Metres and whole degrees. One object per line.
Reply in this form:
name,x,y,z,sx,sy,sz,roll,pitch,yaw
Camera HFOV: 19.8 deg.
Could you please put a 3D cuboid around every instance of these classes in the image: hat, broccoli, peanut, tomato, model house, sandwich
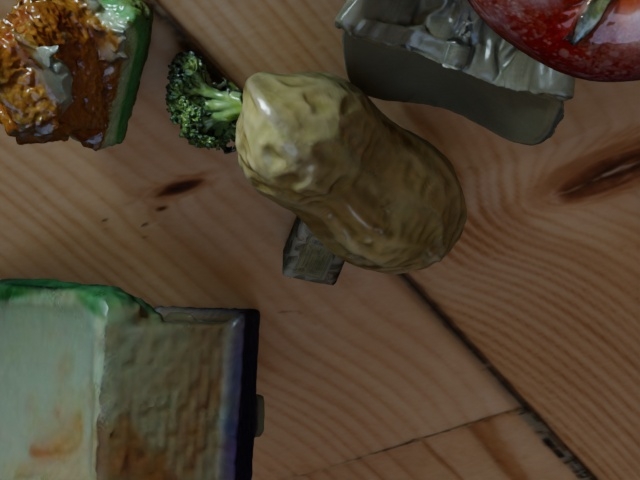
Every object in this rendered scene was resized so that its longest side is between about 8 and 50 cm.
hat,0.128,-0.188,1.633,0.214,0.149,0.244,19,178,2
broccoli,-0.101,-0.129,1.712,0.092,0.097,0.095,-8,180,31
peanut,0.025,-0.062,1.706,0.140,0.153,0.325,-30,148,20
tomato,0.222,-0.261,1.411,0.270,0.227,0.270,-2,118,-4
model house,-0.210,0.166,1.988,0.280,0.245,0.312,2,178,-43
sandwich,-0.230,-0.136,1.652,0.109,0.160,0.184,19,134,11

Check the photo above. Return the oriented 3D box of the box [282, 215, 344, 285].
box,0.000,0.000,1.885,0.062,0.045,0.098,12,141,-11
